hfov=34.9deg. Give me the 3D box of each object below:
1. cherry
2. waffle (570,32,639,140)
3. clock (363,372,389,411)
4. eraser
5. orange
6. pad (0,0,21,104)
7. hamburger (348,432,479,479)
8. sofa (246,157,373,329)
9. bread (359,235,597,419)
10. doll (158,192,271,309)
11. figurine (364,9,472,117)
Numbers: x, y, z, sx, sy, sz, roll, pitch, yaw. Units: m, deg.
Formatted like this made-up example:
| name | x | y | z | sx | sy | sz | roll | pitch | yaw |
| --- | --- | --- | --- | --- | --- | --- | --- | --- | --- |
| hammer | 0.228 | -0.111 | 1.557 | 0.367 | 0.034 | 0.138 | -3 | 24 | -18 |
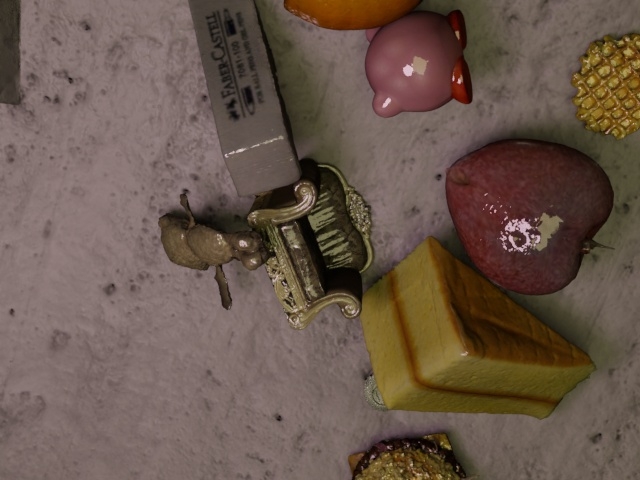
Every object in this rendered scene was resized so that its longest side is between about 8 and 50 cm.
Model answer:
| name | x | y | z | sx | sy | sz | roll | pitch | yaw |
| --- | --- | --- | --- | --- | --- | --- | --- | --- | --- |
| cherry | 0.347 | -0.046 | 1.712 | 0.308 | 0.221 | 0.261 | 27 | 97 | 6 |
| waffle | 0.516 | -0.265 | 1.735 | 0.191 | 0.038 | 0.191 | 0 | 107 | 0 |
| clock | 0.118 | 0.285 | 1.916 | 0.074 | 0.010 | 0.083 | -1 | 107 | 0 |
| eraser | -0.124 | -0.251 | 1.658 | 0.111 | 0.077 | 0.352 | -16 | 70 | 4 |
| orange | 0.075 | -0.460 | 1.571 | 0.310 | 0.274 | 0.274 | -17 | 106 | 4 |
| pad | -0.572 | -0.331 | 1.746 | 0.116 | 0.004 | 0.193 | 5 | 106 | -1 |
| hamburger | 0.176 | 0.484 | 1.907 | 0.262 | 0.138 | 0.243 | -21 | 104 | 8 |
| sofa | 0.000 | 0.000 | 1.737 | 0.182 | 0.200 | 0.258 | -19 | 104 | 8 |
| bread | 0.289 | 0.178 | 1.823 | 0.362 | 0.244 | 0.233 | 11 | 142 | -34 |
| doll | -0.184 | 0.000 | 1.707 | 0.203 | 0.286 | 0.091 | 44 | 67 | 2 |
| figurine | 0.155 | -0.291 | 1.665 | 0.173 | 0.173 | 0.173 | 0 | 106 | 1 |
